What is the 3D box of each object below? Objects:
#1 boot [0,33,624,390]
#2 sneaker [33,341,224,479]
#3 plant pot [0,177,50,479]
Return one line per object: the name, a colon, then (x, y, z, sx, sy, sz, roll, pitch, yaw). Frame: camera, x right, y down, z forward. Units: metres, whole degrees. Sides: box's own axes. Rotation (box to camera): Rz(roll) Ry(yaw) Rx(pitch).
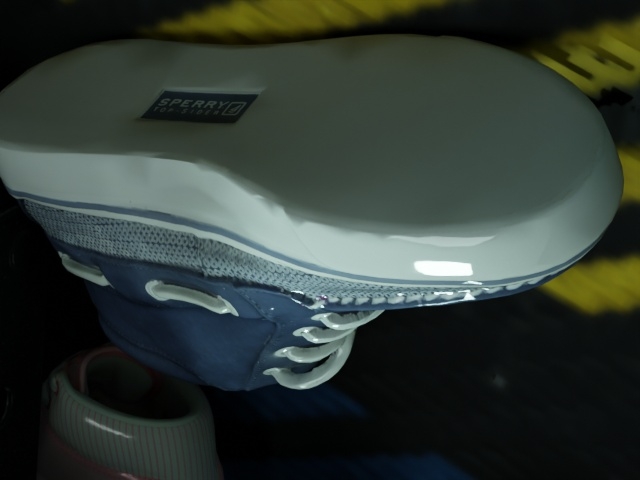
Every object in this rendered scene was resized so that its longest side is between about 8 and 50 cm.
boot: (0.000, 0.000, 0.414, 0.190, 0.069, 0.086, 13, 139, 43)
sneaker: (-0.083, 0.057, 0.543, 0.134, 0.051, 0.070, 19, 122, 36)
plant pot: (-0.182, 0.037, 0.476, 0.167, 0.187, 0.188, 17, 115, 21)
